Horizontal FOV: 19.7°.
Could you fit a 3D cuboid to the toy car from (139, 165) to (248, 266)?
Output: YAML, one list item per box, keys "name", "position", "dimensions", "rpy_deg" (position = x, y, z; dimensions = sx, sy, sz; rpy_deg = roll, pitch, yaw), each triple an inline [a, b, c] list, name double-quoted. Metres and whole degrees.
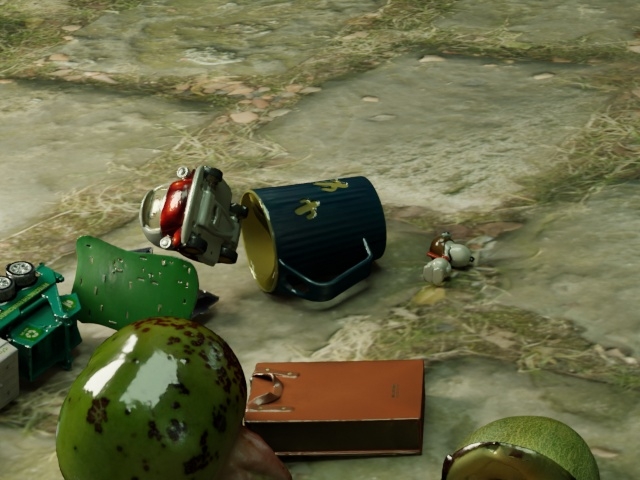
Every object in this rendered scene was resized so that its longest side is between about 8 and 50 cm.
- name: "toy car"
  position: [-0.163, -0.024, 2.242]
  dimensions: [0.112, 0.139, 0.112]
  rpy_deg: [2, 69, 26]

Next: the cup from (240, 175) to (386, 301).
- name: "cup"
  position: [0.000, 0.000, 2.285]
  dimensions: [0.155, 0.131, 0.176]
  rpy_deg: [-14, 49, -19]

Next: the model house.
- name: "model house"
  position: [-0.206, 0.054, 2.228]
  dimensions: [0.167, 0.117, 0.088]
  rpy_deg: [12, 17, 19]

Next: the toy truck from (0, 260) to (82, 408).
- name: "toy truck"
  position: [-0.358, 0.118, 2.150]
  dimensions: [0.116, 0.110, 0.216]
  rpy_deg: [19, 34, 24]

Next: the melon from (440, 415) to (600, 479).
- name: "melon"
  position: [0.204, 0.206, 1.829]
  dimensions: [0.160, 0.079, 0.128]
  rpy_deg: [5, 29, 25]

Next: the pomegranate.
- name: "pomegranate"
  position: [-0.136, 0.194, 1.852]
  dimensions: [0.248, 0.214, 0.214]
  rpy_deg: [26, 26, -6]

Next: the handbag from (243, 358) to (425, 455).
- name: "handbag"
  position: [0.015, 0.177, 1.969]
  dimensions: [0.190, 0.063, 0.127]
  rpy_deg: [-2, 26, 7]

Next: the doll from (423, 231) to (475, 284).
- name: "doll"
  position: [0.149, 0.025, 2.275]
  dimensions: [0.058, 0.040, 0.085]
  rpy_deg: [26, 40, 34]
